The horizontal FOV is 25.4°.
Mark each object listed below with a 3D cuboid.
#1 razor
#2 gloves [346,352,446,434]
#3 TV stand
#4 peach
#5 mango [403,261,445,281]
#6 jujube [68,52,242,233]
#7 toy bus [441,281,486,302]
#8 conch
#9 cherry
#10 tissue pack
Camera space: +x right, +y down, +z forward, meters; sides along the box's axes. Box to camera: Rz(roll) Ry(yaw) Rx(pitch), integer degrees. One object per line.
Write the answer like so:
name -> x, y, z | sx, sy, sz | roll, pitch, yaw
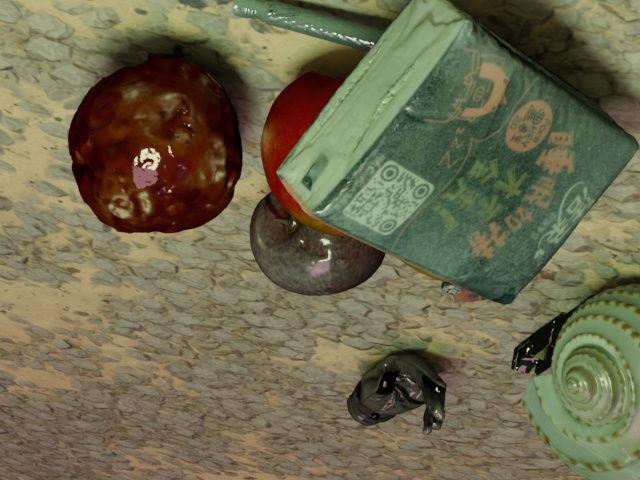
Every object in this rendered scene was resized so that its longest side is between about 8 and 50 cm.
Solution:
razor -> 0.026, -0.207, 1.399 | 0.232, 0.068, 0.106 | 17, 155, 8
gloves -> 0.119, 0.235, 2.208 | 0.142, 0.119, 0.285 | 12, 172, -23
TV stand -> 0.332, 0.134, 1.971 | 0.042, 0.036, 0.249 | 19, 154, -9
peach -> 0.032, -0.103, 1.473 | 0.190, 0.190, 0.192 | 21, 131, -15
mango -> 0.140, -0.025, 1.631 | 0.227, 0.136, 0.099 | 22, -174, 17
jujube -> -0.182, -0.101, 1.569 | 0.197, 0.197, 0.290 | 17, 169, -6
toy bus -> 0.181, 0.015, 1.767 | 0.077, 0.065, 0.192 | -1, 152, 15
conch -> 0.428, 0.209, 1.809 | 0.319, 0.215, 0.303 | 14, 123, -20
cherry -> -0.002, 0.000, 1.741 | 0.176, 0.140, 0.176 | 9, 168, 2
tissue pack -> 0.140, -0.076, 1.355 | 0.316, 0.103, 0.228 | 25, 111, -45
